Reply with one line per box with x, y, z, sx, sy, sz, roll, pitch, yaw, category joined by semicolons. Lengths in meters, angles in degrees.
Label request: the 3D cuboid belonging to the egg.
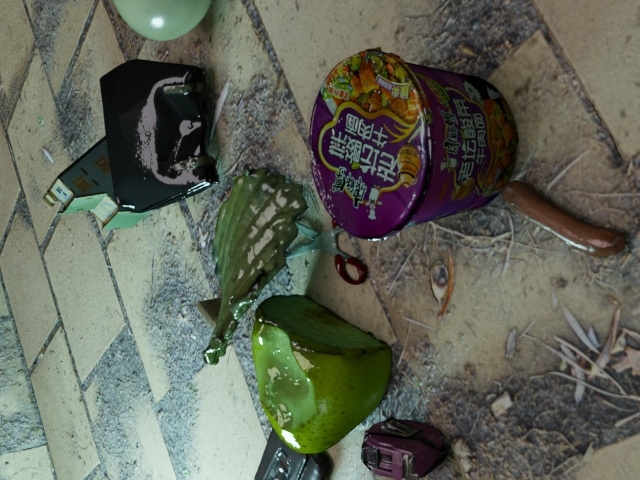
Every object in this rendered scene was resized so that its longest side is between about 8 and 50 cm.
-0.316;-0.536;1.620;0.219;0.219;0.269;25;111;49;egg

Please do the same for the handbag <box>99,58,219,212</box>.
-0.340;-0.236;1.781;0.288;0.152;0.342;-1;99;42;handbag

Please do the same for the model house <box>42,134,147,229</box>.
-0.518;-0.122;2.009;0.206;0.271;0.178;44;140;-9;model house

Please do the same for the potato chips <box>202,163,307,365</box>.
-0.146;0.040;1.566;0.389;0.097;0.373;128;149;-47;potato chips

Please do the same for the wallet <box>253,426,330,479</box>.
-0.063;0.464;1.612;0.182;0.049;0.229;48;130;41;wallet

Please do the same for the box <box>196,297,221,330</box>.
-0.227;0.160;1.769;0.083;0.053;0.024;47;132;40;box

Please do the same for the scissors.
0.000;0.000;1.467;0.248;0.017;0.144;5;100;55;scissors

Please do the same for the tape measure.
0.130;0.324;1.267;0.125;0.118;0.074;8;101;35;tape measure

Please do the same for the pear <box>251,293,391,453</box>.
-0.027;0.247;1.434;0.292;0.159;0.292;20;115;50;pear

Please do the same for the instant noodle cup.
0.133;-0.131;1.115;0.251;0.190;0.251;12;105;52;instant noodle cup

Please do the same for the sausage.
0.303;-0.026;1.032;0.186;0.043;0.043;38;125;44;sausage
